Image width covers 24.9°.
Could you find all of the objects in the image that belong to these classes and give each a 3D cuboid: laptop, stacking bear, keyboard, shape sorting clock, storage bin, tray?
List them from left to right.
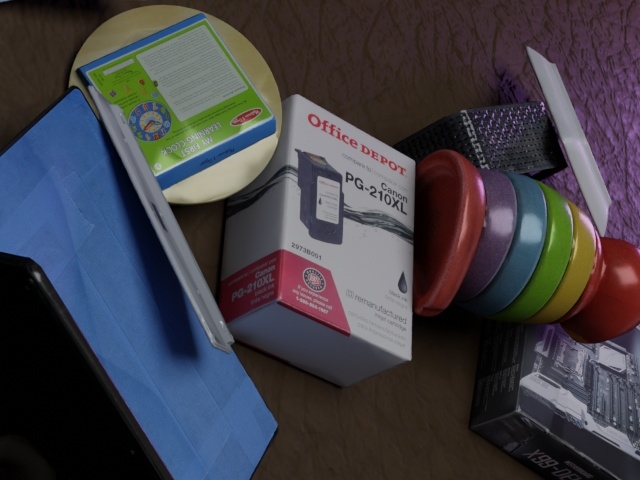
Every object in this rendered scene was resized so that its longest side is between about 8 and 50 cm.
[{"bbox_3d":[-0.140,-0.018,1.260,0.256,0.014,0.072,63,8,12],"label":"keyboard"},{"bbox_3d":[-0.136,-0.128,1.369,0.206,0.040,0.206,7,65,-15],"label":"shape sorting clock"},{"bbox_3d":[-0.105,0.098,1.087,0.236,0.408,0.382,-38,112,-23],"label":"laptop"},{"bbox_3d":[0.179,-0.093,1.639,0.180,0.122,0.084,-12,78,-48],"label":"storage bin"},{"bbox_3d":[0.224,0.024,1.516,0.289,0.175,0.164,19,98,-24],"label":"stacking bear"},{"bbox_3d":[0.302,-0.127,1.743,0.270,0.030,0.145,-94,158,-59],"label":"tray"}]

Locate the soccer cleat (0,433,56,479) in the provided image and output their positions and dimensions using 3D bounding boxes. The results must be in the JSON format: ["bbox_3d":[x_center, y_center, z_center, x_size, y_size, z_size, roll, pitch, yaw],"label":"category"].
[{"bbox_3d":[-0.293,0.255,0.964,0.116,0.143,0.331,45,44,-18],"label":"soccer cleat"}]

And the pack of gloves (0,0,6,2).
[{"bbox_3d":[-0.295,-0.300,1.347,0.232,0.046,0.195,-10,77,-37],"label":"pack of gloves"}]

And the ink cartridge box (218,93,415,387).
[{"bbox_3d":[0.000,0.000,1.426,0.172,0.100,0.237,27,52,-33],"label":"ink cartridge box"}]

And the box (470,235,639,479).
[{"bbox_3d":[0.297,0.132,1.672,0.242,0.076,0.307,35,48,-26],"label":"box"}]
